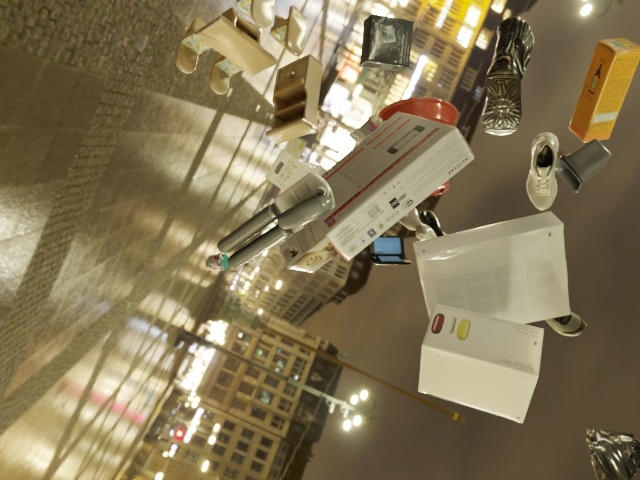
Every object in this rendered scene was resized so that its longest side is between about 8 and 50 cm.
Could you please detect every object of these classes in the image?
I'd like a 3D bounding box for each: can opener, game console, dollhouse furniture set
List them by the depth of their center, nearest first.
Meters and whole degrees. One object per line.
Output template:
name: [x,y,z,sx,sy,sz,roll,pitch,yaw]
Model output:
can opener: [-0.090,-0.029,0.871,0.280,0.074,0.093,-31,-178,35]
dollhouse furniture set: [-0.190,-0.509,1.466,0.362,0.394,0.257,-9,-112,40]
game console: [0.220,0.030,1.540,0.107,0.122,0.071,-118,-151,-73]

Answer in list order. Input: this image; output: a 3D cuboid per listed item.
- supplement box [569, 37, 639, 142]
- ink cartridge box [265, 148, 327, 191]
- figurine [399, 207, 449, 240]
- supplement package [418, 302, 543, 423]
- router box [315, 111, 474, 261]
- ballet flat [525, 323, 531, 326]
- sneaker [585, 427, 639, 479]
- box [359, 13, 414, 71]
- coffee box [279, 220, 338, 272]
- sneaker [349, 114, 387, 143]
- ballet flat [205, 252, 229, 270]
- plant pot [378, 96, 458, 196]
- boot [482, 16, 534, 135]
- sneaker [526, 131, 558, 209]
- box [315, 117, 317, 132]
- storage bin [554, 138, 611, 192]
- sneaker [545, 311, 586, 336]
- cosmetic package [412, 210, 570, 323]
supplement box: [0.690,-0.362,1.172,0.078,0.080,0.233,-103,-176,-46]
ink cartridge box: [-0.070,-0.229,1.788,0.066,0.232,0.189,-52,-177,-39]
figurine: [0.402,-0.047,1.826,0.092,0.214,0.209,-57,-140,18]
supplement package: [0.391,0.301,1.195,0.145,0.261,0.204,-58,151,-43]
router box: [0.126,-0.140,1.085,0.335,0.082,0.301,-39,-155,3]
ballet flat: [0.792,0.371,1.962,0.206,0.073,0.067,-7,137,-40]
sneaker: [0.747,0.543,1.204,0.130,0.109,0.286,-15,180,25]
box: [0.228,-0.682,1.669,0.093,0.158,0.156,-145,-122,-74]
coffee box: [0.000,0.000,1.970,0.297,0.168,0.119,-38,-122,26]
sneaker: [0.201,-0.280,1.371,0.111,0.252,0.103,-54,153,10]
ballet flat: [-0.407,0.083,1.873,0.221,0.079,0.077,173,-80,-87]
plant pot: [0.327,-0.295,1.621,0.272,0.272,0.265,134,-40,-70]
boot: [0.663,-0.568,1.696,0.348,0.131,0.260,67,39,-57]
sneaker: [0.738,-0.219,1.603,0.121,0.099,0.263,-43,129,-56]
box: [-0.070,-0.511,1.842,0.130,0.091,0.171,94,-13,-56]
storage bin: [0.622,-0.186,1.145,0.091,0.098,0.135,-38,161,14]
sneaker: [0.965,0.304,1.996,0.100,0.108,0.271,-52,-141,0]
cosmetic package: [0.470,0.104,1.326,0.097,0.377,0.285,-86,161,-63]
